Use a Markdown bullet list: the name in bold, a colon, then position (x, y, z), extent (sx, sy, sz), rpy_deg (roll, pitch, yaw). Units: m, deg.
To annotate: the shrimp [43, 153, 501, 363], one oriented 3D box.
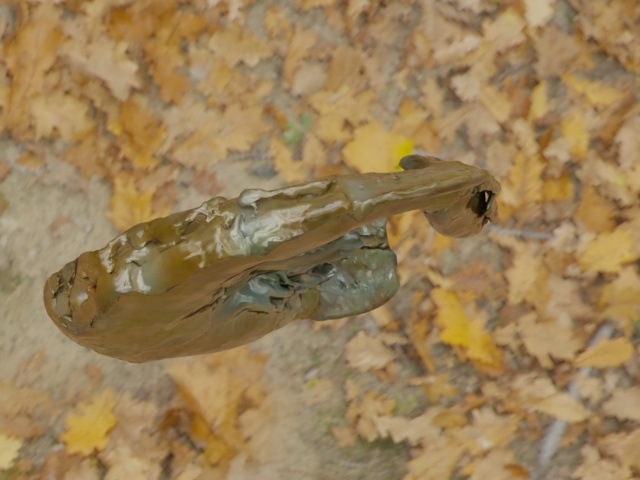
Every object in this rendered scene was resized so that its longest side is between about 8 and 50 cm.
- **shrimp**: position (0.000, -0.001, 0.576), extent (0.253, 0.173, 0.058), rpy_deg (-9, 78, -59)
